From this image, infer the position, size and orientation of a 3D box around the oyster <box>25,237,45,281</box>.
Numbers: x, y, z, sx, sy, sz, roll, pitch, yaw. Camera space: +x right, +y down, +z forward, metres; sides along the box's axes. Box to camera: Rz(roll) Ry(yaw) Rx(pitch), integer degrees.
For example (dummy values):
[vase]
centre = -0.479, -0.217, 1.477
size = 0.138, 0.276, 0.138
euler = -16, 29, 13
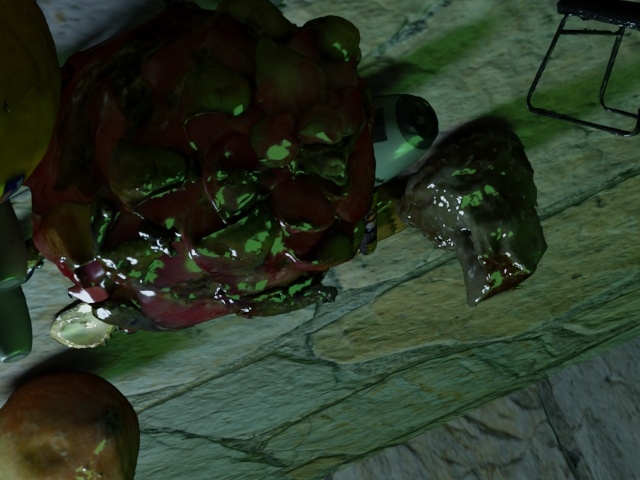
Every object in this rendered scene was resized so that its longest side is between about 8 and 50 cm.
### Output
[oyster]
centre = -0.369, 0.076, 1.974
size = 0.128, 0.079, 0.345
euler = -36, 174, -42

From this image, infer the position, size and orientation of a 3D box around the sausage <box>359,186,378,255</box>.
[sausage]
centre = 0.055, -0.037, 2.159
size = 0.028, 0.025, 0.198
euler = -25, 151, -16

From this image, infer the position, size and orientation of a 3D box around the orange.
[orange]
centre = -0.278, -0.108, 1.240
size = 0.219, 0.219, 0.193
euler = -7, 168, -41

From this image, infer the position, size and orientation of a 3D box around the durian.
[durian]
centre = -0.262, 0.082, 2.197
size = 0.130, 0.052, 0.066
euler = -34, 122, 25

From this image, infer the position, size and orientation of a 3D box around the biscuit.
[biscuit]
centre = 0.001, 0.003, 2.266
size = 0.248, 0.035, 0.184
euler = -22, 163, 1

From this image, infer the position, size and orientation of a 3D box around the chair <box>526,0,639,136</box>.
[chair]
centre = 0.314, -0.222, 1.857
size = 0.145, 0.221, 0.140
euler = 20, -163, 41

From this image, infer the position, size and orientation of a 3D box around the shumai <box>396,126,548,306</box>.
[shumai]
centre = 0.195, -0.021, 2.170
size = 0.166, 0.176, 0.206
euler = -32, 162, -2

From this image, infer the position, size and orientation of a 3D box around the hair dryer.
[hair dryer]
centre = -0.044, -0.093, 1.887
size = 0.267, 0.092, 0.229
euler = 5, 158, -30

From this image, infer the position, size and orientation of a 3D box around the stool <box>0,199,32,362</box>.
[stool]
centre = -0.283, -0.019, 1.551
size = 0.195, 0.199, 0.195
euler = -34, 159, 29

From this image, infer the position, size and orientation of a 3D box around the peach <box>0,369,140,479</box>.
[peach]
centre = -0.316, 0.265, 2.369
size = 0.232, 0.233, 0.232
euler = -20, 163, -6

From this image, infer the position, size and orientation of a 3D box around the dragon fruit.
[dragon fruit]
centre = -0.079, -0.073, 1.433
size = 0.250, 0.269, 0.291
euler = 13, 143, -41
